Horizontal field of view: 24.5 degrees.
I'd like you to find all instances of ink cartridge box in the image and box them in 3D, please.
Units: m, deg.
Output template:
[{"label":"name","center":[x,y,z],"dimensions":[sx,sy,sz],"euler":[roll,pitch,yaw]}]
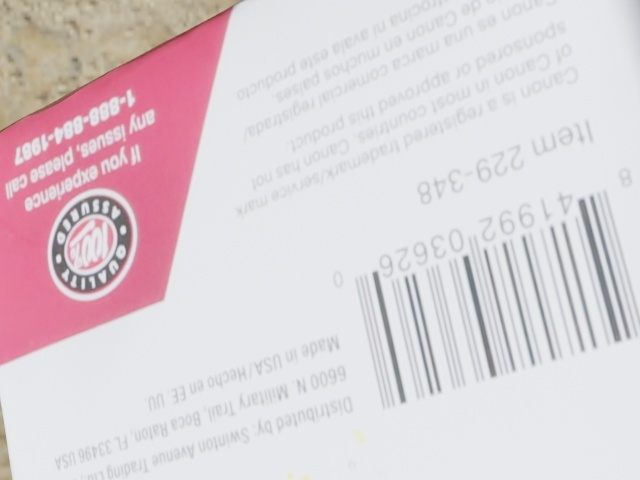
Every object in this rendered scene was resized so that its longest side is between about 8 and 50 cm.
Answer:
[{"label":"ink cartridge box","center":[0.041,0.087,0.388],"dimensions":[0.226,0.306,0.131],"euler":[-19,167,35]}]
